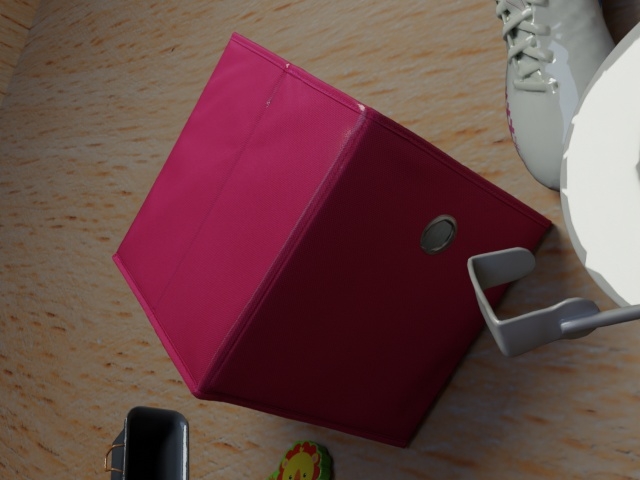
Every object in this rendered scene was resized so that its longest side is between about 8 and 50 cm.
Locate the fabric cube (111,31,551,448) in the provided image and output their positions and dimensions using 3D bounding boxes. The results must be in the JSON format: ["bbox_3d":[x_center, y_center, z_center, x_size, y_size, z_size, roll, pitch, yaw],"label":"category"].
[{"bbox_3d":[0.000,0.000,0.738,0.258,0.254,0.259,-58,39,8],"label":"fabric cube"}]

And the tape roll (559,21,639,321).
[{"bbox_3d":[0.295,-0.030,0.470,0.246,0.169,0.246,-23,55,37],"label":"tape roll"}]

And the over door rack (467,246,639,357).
[{"bbox_3d":[0.246,0.106,0.332,0.324,0.239,0.108,-9,31,23],"label":"over door rack"}]

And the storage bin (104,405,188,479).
[{"bbox_3d":[-0.231,0.292,0.989,0.091,0.098,0.135,-44,42,40],"label":"storage bin"}]

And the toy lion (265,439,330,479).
[{"bbox_3d":[-0.029,0.259,0.817,0.100,0.034,0.096,-29,43,37],"label":"toy lion"}]

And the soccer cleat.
[{"bbox_3d":[0.196,-0.205,0.708,0.116,0.143,0.331,-19,57,43],"label":"soccer cleat"}]
